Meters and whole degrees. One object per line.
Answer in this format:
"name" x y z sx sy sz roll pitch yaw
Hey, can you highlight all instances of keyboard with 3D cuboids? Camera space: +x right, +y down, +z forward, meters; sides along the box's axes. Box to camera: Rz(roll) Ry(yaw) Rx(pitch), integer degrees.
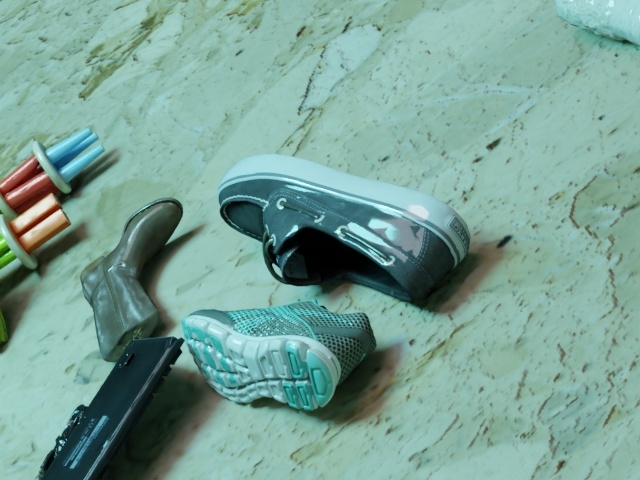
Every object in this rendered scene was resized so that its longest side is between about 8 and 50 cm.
"keyboard" -0.159 0.144 1.344 0.180 0.023 0.108 -57 21 -20

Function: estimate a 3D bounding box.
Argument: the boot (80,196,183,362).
"boot" -0.132 0.030 1.458 0.106 0.037 0.114 -46 30 10

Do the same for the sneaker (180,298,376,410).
"sneaker" -0.026 0.070 1.312 0.076 0.065 0.166 -33 27 -33

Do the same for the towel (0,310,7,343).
"towel" -0.358 0.057 1.589 0.237 0.102 0.021 -13 -3 31

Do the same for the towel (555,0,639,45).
"towel" 0.314 -0.231 1.358 0.282 0.049 0.187 -44 34 -9

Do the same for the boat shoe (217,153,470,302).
"boat shoe" 0.000 0.000 1.349 0.228 0.080 0.076 15 58 41

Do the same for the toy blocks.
"toy blocks" -0.239 -0.028 1.608 0.148 0.054 0.123 -35 33 3
